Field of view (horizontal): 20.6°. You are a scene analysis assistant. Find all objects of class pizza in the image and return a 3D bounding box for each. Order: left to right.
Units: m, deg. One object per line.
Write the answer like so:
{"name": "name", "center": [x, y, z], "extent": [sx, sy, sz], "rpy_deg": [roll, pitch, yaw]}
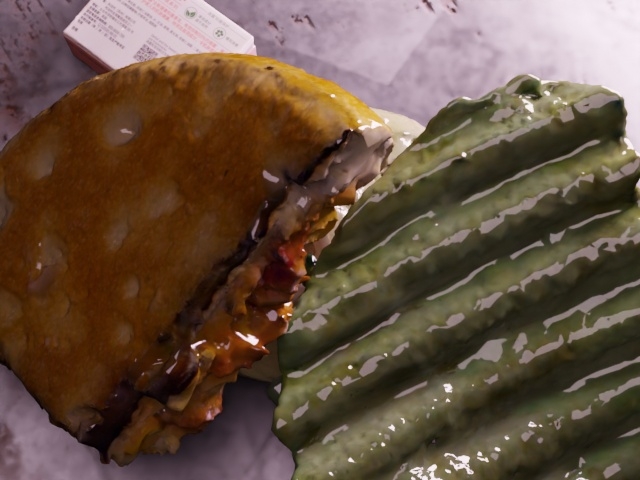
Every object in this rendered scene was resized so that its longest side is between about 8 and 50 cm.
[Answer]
{"name": "pizza", "center": [-0.119, 0.010, 1.191], "extent": [0.409, 0.114, 0.278], "rpy_deg": [-26, 65, 33]}

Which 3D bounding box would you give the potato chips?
{"name": "potato chips", "center": [0.151, 0.113, 1.186], "extent": [0.373, 0.097, 0.389], "rpy_deg": [39, 82, -8]}

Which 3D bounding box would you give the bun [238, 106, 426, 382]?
{"name": "bun", "center": [0.000, 0.000, 1.272], "extent": [0.237, 0.116, 0.210], "rpy_deg": [-43, 76, -8]}

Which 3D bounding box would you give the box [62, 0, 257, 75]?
{"name": "box", "center": [-0.123, -0.150, 1.358], "extent": [0.125, 0.043, 0.089], "rpy_deg": [38, 78, 12]}
